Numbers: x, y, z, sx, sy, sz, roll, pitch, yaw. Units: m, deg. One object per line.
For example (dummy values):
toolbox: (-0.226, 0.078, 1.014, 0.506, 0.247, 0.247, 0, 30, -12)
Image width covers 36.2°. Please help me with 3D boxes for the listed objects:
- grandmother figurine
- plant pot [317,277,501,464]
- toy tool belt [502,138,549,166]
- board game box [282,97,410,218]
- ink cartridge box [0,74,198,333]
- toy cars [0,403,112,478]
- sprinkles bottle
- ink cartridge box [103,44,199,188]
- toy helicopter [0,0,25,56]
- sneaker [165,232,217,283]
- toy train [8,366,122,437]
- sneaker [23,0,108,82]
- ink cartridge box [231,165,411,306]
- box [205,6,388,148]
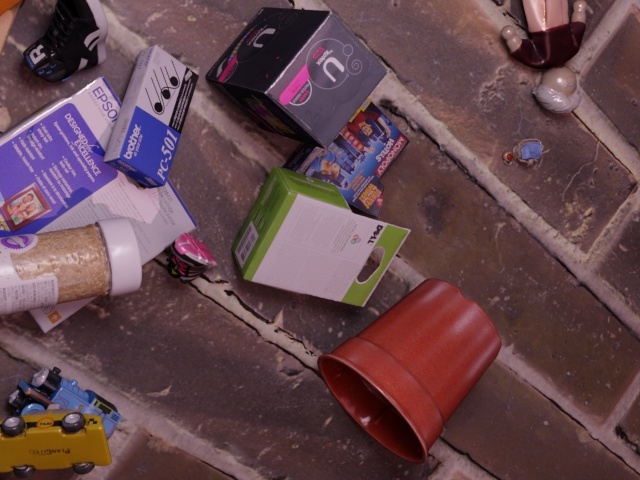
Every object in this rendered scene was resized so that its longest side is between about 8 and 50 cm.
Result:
grandmother figurine: (0.439, -0.409, 1.886, 0.207, 0.104, 0.342, -18, 108, -13)
plant pot: (0.181, 0.228, 1.840, 0.265, 0.272, 0.272, -43, 118, -20)
toy tool belt: (0.411, -0.174, 1.956, 0.083, 0.051, 0.052, -18, 110, -21)
board game box: (0.063, -0.141, 1.785, 0.194, 0.060, 0.194, 43, 82, -29)
ink cartridge box: (-0.402, -0.059, 1.572, 0.307, 0.072, 0.304, -37, 115, -16)
toy cars: (-0.495, 0.370, 1.572, 0.393, 0.087, 0.176, -41, 112, 19)
sprinkles bottle: (-0.453, 0.050, 1.467, 0.355, 0.121, 0.121, -10, 107, -24)
ink cartridge box: (-0.267, -0.196, 1.558, 0.097, 0.046, 0.207, 32, 62, -40)
toy helicopter: (-0.438, -0.338, 1.383, 0.140, 0.235, 0.355, 20, 94, -30)
sneaker: (-0.226, 0.036, 1.643, 0.074, 0.170, 0.063, -37, 82, 0)
toy train: (-0.429, 0.285, 1.641, 0.184, 0.080, 0.105, 40, 75, -26)
sneaker: (-0.382, -0.298, 1.443, 0.121, 0.217, 0.079, -33, 78, -18)
ink cartridge box: (0.000, 0.000, 1.737, 0.255, 0.097, 0.189, 16, 117, -30)
box: (-0.046, -0.268, 1.577, 0.143, 0.270, 0.165, 41, 83, -29)
